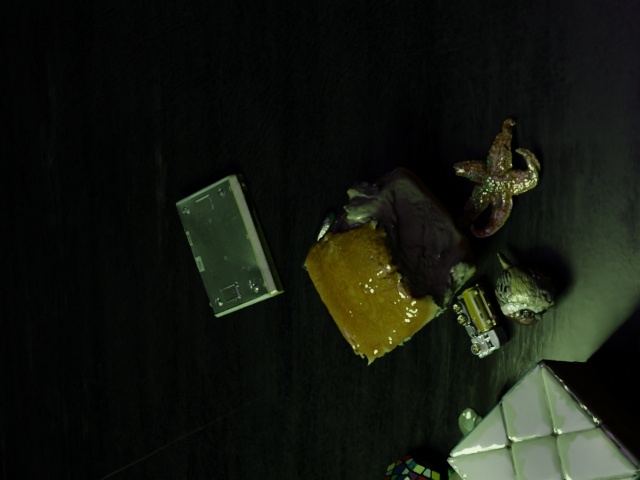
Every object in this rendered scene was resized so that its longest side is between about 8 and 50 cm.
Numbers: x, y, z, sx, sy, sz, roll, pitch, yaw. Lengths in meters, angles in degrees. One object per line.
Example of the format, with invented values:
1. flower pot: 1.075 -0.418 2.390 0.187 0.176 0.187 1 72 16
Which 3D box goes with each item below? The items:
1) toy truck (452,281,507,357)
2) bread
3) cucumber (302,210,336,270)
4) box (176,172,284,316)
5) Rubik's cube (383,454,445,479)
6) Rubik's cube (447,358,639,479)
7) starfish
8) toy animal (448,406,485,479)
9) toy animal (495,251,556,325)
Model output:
1. toy truck: 0.283 0.140 1.773 0.063 0.052 0.123 -30 79 32
2. bread: 0.121 0.032 1.760 0.279 0.225 0.250 55 141 13
3. cucumber: 0.000 0.000 1.980 0.032 0.032 0.133 38 119 26
4. box: -0.198 0.013 2.131 0.211 0.045 0.270 -21 87 38
5. Rubik's cube: 0.177 0.470 1.889 0.133 0.133 0.112 -26 107 39
6. Rubik's cube: 0.382 0.340 1.577 0.231 0.224 0.221 -49 62 16
7. starfish: 0.300 -0.107 1.719 0.150 0.053 0.210 16 106 22
8. toy animal: 0.286 0.404 1.783 0.127 0.125 0.251 12 113 15
9. toy animal: 0.332 0.085 1.698 0.137 0.098 0.098 39 122 41
